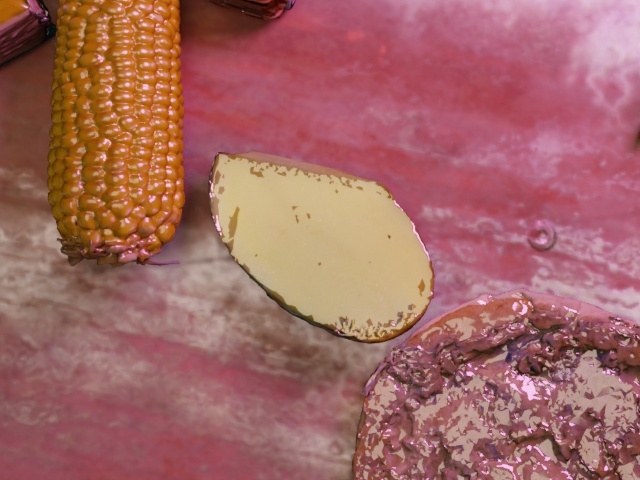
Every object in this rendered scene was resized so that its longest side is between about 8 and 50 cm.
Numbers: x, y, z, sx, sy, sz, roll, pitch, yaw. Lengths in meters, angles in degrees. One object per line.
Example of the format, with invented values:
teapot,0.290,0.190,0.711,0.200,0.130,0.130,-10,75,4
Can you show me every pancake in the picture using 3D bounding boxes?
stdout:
pancake,0.165,0.166,1.293,0.283,0.049,0.282,0,89,5

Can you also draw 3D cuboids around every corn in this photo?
corn,-0.151,-0.132,1.293,0.106,0.106,0.305,2,87,4

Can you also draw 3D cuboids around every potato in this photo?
potato,0.000,0.000,1.307,0.198,0.054,0.119,26,92,9

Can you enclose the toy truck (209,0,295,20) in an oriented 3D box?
toy truck,-0.036,-0.268,1.292,0.083,0.092,0.192,19,91,3

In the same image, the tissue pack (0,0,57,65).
tissue pack,-0.361,-0.185,1.294,0.271,0.134,0.192,-28,87,3
